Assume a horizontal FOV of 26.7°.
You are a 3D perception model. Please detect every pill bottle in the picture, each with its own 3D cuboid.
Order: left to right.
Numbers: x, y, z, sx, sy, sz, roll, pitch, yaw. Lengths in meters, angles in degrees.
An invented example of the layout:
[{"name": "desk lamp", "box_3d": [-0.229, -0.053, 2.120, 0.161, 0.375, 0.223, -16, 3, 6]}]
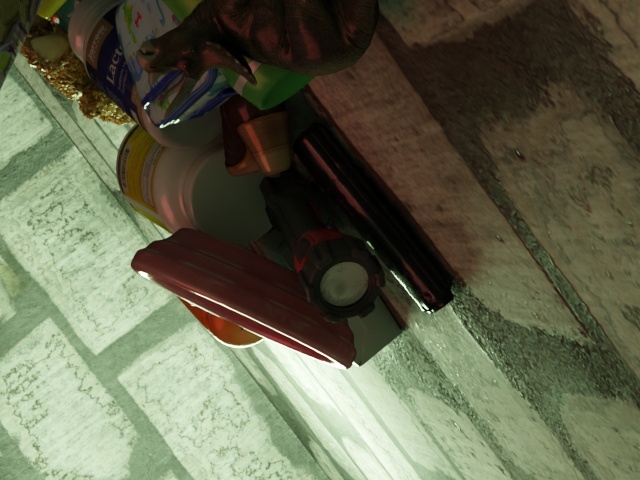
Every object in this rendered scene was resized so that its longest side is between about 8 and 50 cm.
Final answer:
[{"name": "pill bottle", "box_3d": [-0.235, -0.246, 1.863, 0.264, 0.153, 0.153, 40, 163, 41]}, {"name": "pill bottle", "box_3d": [-0.178, -0.091, 2.020, 0.188, 0.188, 0.334, 57, 167, -22]}]

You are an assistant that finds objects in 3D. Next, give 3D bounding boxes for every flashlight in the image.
[{"name": "flashlight", "box_3d": [0.000, 0.000, 1.738, 0.304, 0.103, 0.103, -118, 14, -66]}]

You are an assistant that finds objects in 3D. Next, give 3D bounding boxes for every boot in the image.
[{"name": "boot", "box_3d": [-0.097, -0.190, 1.728, 0.248, 0.090, 0.207, -163, 55, -76]}]

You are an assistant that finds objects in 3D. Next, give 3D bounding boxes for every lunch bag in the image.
[{"name": "lunch bag", "box_3d": [-0.162, -0.237, 1.598, 0.219, 0.090, 0.176, -24, 85, 61]}]

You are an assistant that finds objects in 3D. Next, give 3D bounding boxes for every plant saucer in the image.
[{"name": "plant saucer", "box_3d": [-0.094, 0.072, 1.835, 0.332, 0.084, 0.332, 25, 173, 3]}]

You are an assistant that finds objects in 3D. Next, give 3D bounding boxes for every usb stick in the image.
[{"name": "usb stick", "box_3d": [0.065, -0.028, 1.658, 0.278, 0.045, 0.077, 52, 164, 2]}]

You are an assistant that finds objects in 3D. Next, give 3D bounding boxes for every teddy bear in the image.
[{"name": "teddy bear", "box_3d": [-0.414, -0.282, 2.238, 0.245, 0.113, 0.338, 37, -176, 12]}]

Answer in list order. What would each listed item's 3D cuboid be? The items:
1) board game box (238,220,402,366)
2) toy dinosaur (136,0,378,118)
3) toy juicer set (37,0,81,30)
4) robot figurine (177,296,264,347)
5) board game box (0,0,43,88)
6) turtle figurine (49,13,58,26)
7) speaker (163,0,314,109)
[{"name": "board game box", "box_3d": [-0.025, 0.053, 2.097, 0.224, 0.097, 0.303, 58, 165, -22]}, {"name": "toy dinosaur", "box_3d": [-0.021, -0.212, 1.232, 0.313, 0.121, 0.160, 0, 115, 29]}, {"name": "toy juicer set", "box_3d": [-0.340, -0.346, 2.162, 0.209, 0.089, 0.329, 34, -177, 4]}, {"name": "robot figurine", "box_3d": [-0.146, 0.082, 2.093, 0.219, 0.128, 0.158, 41, 163, 41]}, {"name": "board game box", "box_3d": [-0.432, -0.393, 1.817, 0.056, 0.347, 0.208, 2, 147, 23]}, {"name": "turtle figurine", "box_3d": [-0.494, -0.456, 2.311, 0.234, 0.118, 0.175, 103, 169, -72]}, {"name": "speaker", "box_3d": [-0.114, -0.281, 1.391, 0.296, 0.131, 0.131, 50, 168, 7]}]
